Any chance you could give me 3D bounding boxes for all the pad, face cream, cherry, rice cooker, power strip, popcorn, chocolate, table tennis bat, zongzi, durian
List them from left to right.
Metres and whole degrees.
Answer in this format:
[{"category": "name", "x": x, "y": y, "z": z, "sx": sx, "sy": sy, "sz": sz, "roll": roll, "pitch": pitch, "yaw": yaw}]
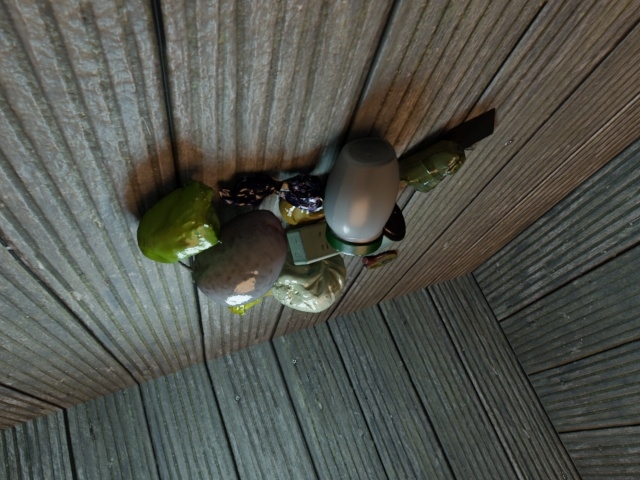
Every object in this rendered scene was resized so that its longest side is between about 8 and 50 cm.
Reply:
[{"category": "durian", "x": -0.420, "y": -0.033, "z": 1.423, "sx": 0.339, "sy": 0.204, "sz": 0.256, "roll": -30, "pitch": 171, "yaw": 12}, {"category": "cherry", "x": -0.270, "y": 0.062, "z": 1.578, "sx": 0.335, "sy": 0.291, "sz": 0.326, "roll": -35, "pitch": -173, "yaw": 42}, {"category": "popcorn", "x": -0.380, "y": 0.273, "z": 2.296, "sx": 0.197, "sy": 0.155, "sz": 0.197, "roll": -40, "pitch": 164, "yaw": -14}, {"category": "chocolate", "x": -0.152, "y": -0.162, "z": 1.505, "sx": 0.343, "sy": 0.126, "sz": 0.148, "roll": 1, "pitch": 165, "yaw": -24}, {"category": "power strip", "x": 0.000, "y": 0.000, "z": 1.842, "sx": 0.224, "sy": 0.140, "sz": 0.139, "roll": -16, "pitch": -178, "yaw": -27}, {"category": "face cream", "x": 0.137, "y": -0.144, "z": 1.572, "sx": 0.312, "sy": 0.219, "sz": 0.357, "roll": -47, "pitch": 152, "yaw": -44}, {"category": "rice cooker", "x": 0.222, "y": -0.077, "z": 1.922, "sx": 0.227, "sy": 0.241, "sz": 0.280, "roll": -33, "pitch": -165, "yaw": 37}, {"category": "table tennis bat", "x": 0.343, "y": 0.117, "z": 2.807, "sx": 0.200, "sy": 0.038, "sz": 0.310, "roll": -36, "pitch": 159, "yaw": 30}, {"category": "zongzi", "x": 0.453, "y": -0.265, "z": 1.782, "sx": 0.250, "sy": 0.125, "sz": 0.274, "roll": -20, "pitch": 155, "yaw": 33}, {"category": "pad", "x": 0.544, "y": -0.390, "z": 1.764, "sx": 0.243, "sy": 0.004, "sz": 0.164, "roll": -28, "pitch": 153, "yaw": 5}]

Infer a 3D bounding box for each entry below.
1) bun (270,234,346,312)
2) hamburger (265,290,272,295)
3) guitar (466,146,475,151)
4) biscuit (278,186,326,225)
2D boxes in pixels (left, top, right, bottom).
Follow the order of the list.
[{"category": "bun", "x": -0.064, "y": 0.116, "z": 1.978, "sx": 0.359, "sy": 0.360, "sz": 0.211, "roll": -14, "pitch": 150, "yaw": -23}, {"category": "hamburger", "x": -0.258, "y": 0.232, "z": 2.404, "sx": 0.147, "sy": 0.083, "sz": 0.138, "roll": -15, "pitch": 162, "yaw": -16}, {"category": "guitar", "x": 0.518, "y": -0.343, "z": 1.862, "sx": 0.233, "sy": 0.025, "sz": 0.088, "roll": -14, "pitch": 153, "yaw": -21}, {"category": "biscuit", "x": -0.024, "y": -0.128, "z": 1.746, "sx": 0.274, "sy": 0.091, "sz": 0.213, "roll": -15, "pitch": 156, "yaw": -26}]
